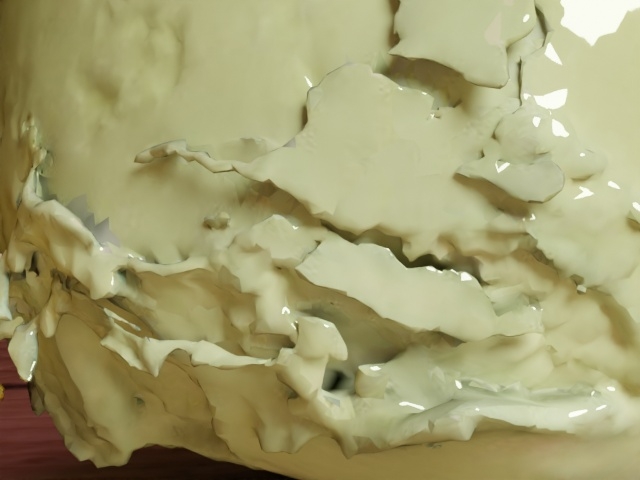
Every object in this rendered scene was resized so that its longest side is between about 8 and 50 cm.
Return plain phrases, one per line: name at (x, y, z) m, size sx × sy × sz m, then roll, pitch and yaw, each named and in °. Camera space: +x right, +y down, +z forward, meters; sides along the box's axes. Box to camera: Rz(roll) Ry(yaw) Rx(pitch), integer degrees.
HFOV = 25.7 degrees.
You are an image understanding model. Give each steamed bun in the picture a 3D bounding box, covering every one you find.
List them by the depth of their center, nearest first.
steamed bun at (0.016, -0.067, 0.461) m, size 0.334 × 0.311 × 0.233 m, roll -4°, pitch -13°, yaw 33°

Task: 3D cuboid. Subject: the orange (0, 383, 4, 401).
orange at (-0.224, -0.026, 0.427) m, size 0.274 × 0.274 × 0.310 m, roll 0°, pitch 39°, yaw -6°
